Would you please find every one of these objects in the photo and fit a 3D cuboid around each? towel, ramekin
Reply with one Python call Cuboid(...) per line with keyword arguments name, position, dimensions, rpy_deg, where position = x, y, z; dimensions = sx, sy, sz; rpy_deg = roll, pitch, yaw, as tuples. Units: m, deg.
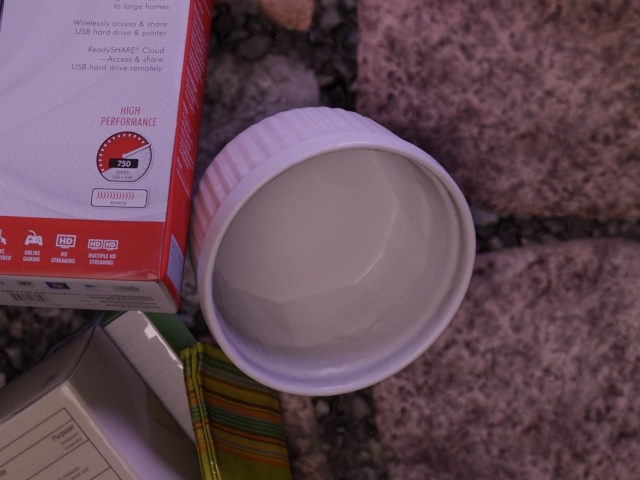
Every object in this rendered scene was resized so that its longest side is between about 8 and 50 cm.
Cuboid(name="towel", position=(-0.047, 0.193, 1.491), dimensions=(0.021, 0.102, 0.237), rpy_deg=(-30, 60, 32))
Cuboid(name="ramekin", position=(0.000, 0.000, 1.459), dimensions=(0.207, 0.109, 0.207), rpy_deg=(-9, 119, -16))

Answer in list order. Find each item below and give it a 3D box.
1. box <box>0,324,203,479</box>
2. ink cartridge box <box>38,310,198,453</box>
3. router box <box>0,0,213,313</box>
Cuboid(name="box", position=(-0.140, 0.236, 1.500), dimensions=(0.148, 0.121, 0.311), rpy_deg=(-32, 102, 15))
Cuboid(name="ink cartridge box", position=(-0.120, 0.149, 1.567), dimensions=(0.109, 0.062, 0.209), rpy_deg=(-34, 101, 14))
Cuboid(name="router box", position=(-0.256, -0.107, 1.445), dimensions=(0.335, 0.082, 0.301), rpy_deg=(2, 72, 8))
